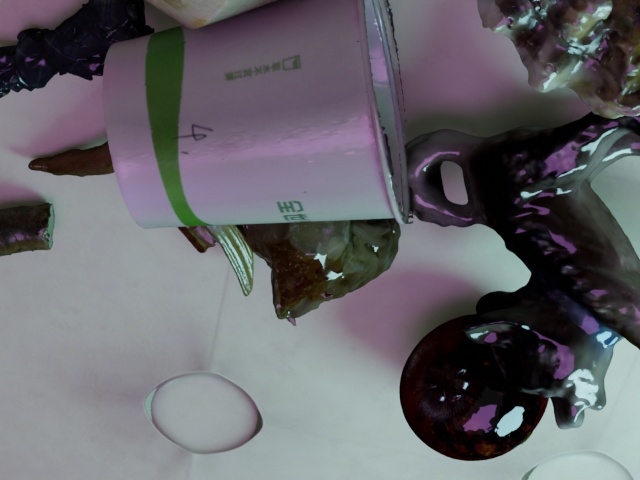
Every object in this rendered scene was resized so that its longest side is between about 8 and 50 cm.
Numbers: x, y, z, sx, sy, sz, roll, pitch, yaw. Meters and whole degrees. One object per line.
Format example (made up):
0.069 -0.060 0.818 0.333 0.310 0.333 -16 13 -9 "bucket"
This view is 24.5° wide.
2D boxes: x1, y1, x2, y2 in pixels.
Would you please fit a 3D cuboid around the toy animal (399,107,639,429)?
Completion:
0.234 0.029 1.538 0.303 0.194 0.344 -5 97 16 "toy animal"

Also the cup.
-0.057 -0.118 1.436 0.274 0.253 0.253 -9 127 8 "cup"

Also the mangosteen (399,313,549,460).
0.190 0.177 1.730 0.200 0.200 0.200 3 129 4 "mangosteen"

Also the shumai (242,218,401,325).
0.000 0.000 1.578 0.166 0.175 0.206 -33 119 12 "shumai"

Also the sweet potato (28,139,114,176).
-0.228 -0.102 1.619 0.214 0.050 0.050 -21 124 26 "sweet potato"

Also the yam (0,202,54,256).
-0.427 -0.006 1.713 0.253 0.061 0.061 -3 128 9 "yam"

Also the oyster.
0.266 -0.293 1.341 0.238 0.115 0.351 17 117 -10 "oyster"

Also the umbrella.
-0.268 -0.196 1.538 0.224 0.080 0.071 -22 158 27 "umbrella"

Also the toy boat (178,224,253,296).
-0.119 -0.012 1.666 0.066 0.065 0.172 -31 115 13 "toy boat"

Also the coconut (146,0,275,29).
-0.096 -0.306 1.329 0.241 0.241 0.241 3 129 4 "coconut"
